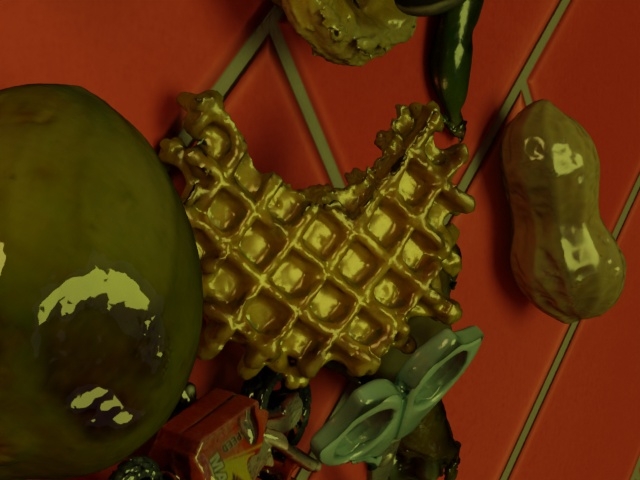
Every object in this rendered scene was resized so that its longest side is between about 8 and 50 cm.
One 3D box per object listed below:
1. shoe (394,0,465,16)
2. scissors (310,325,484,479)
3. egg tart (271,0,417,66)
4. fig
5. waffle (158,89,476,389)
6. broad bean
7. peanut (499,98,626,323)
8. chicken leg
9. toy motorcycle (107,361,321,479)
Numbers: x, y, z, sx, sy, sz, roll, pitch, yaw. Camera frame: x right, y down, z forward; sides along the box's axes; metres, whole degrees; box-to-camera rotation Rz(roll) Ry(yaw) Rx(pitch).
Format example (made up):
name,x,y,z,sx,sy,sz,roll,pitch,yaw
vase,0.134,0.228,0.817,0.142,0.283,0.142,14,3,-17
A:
name,x,y,z,sx,sy,sz,roll,pitch,yaw
shoe,0.086,-0.333,1.241,0.137,0.114,0.290,-16,105,-57
scissors,0.065,0.199,1.431,0.191,0.029,0.360,-33,155,-20
egg tart,0.010,-0.299,1.330,0.288,0.118,0.288,-17,111,-54
fig,-0.188,0.018,0.969,0.239,0.240,0.271,59,35,-45
waffle,0.000,0.000,1.279,0.293,0.069,0.259,-3,95,-21
broad bean,0.176,-0.263,1.678,0.144,0.049,0.291,45,60,-59
peanut,0.290,-0.029,1.821,0.149,0.149,0.313,-46,133,-45
chicken leg,0.069,0.118,1.503,0.201,0.153,0.429,-47,142,-26
toy motorcycle,-0.099,0.211,1.274,0.298,0.089,0.171,-30,122,-54
